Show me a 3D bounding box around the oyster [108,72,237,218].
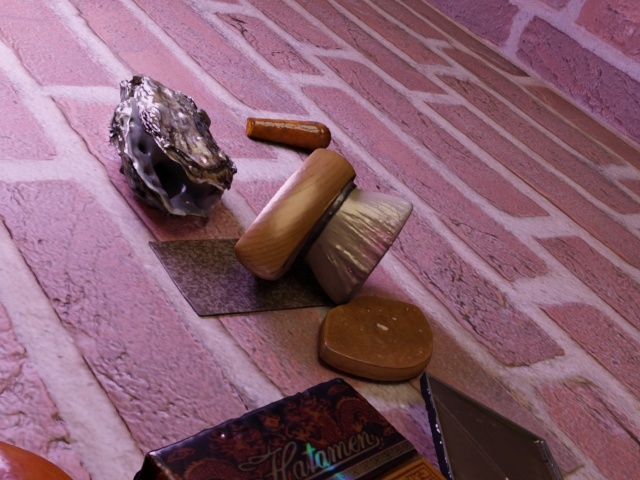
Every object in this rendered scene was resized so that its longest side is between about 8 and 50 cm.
[{"bbox_3d":[-0.236,-0.149,1.296,0.351,0.158,0.162,47,-8,48],"label":"oyster"}]

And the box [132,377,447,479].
[{"bbox_3d":[0.050,0.314,0.734,0.264,0.116,0.415,-12,45,-47],"label":"box"}]

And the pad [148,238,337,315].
[{"bbox_3d":[-0.102,0.045,1.188,0.235,0.003,0.158,-2,38,-40],"label":"pad"}]

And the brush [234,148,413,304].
[{"bbox_3d":[0.000,0.000,1.181,0.166,0.174,0.267,38,38,4],"label":"brush"}]

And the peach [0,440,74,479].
[{"bbox_3d":[-0.219,0.246,0.558,0.243,0.199,0.243,50,-4,4],"label":"peach"}]

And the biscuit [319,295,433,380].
[{"bbox_3d":[0.079,0.131,1.158,0.142,0.029,0.220,35,29,22],"label":"biscuit"}]

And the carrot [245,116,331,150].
[{"bbox_3d":[-0.059,-0.198,1.593,0.161,0.055,0.055,5,33,-20],"label":"carrot"}]

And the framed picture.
[{"bbox_3d":[0.204,0.251,0.969,0.192,0.018,0.265,32,15,-8],"label":"framed picture"}]
